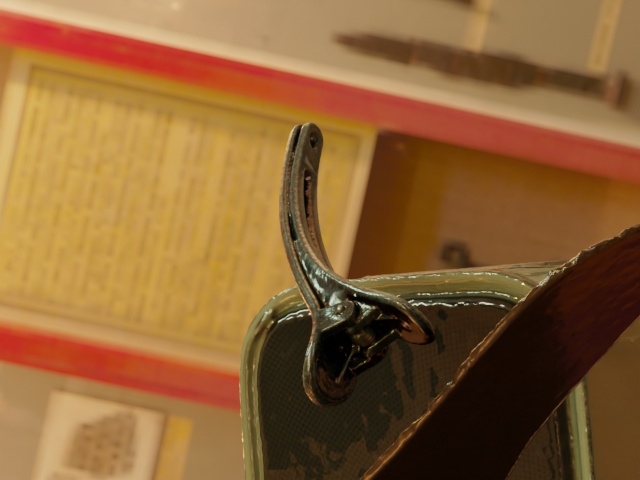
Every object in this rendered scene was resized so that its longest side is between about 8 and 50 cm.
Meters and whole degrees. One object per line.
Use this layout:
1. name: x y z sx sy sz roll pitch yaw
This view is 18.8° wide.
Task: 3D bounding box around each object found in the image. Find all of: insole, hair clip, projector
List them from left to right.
1. hair clip: 0.000 0.000 1.028 0.070 0.039 0.229 -35 34 9
2. insole: 0.045 0.092 0.743 0.007 0.111 0.328 58 141 23
3. projector: 0.123 0.138 1.203 0.249 0.248 0.248 -4 -91 -52
